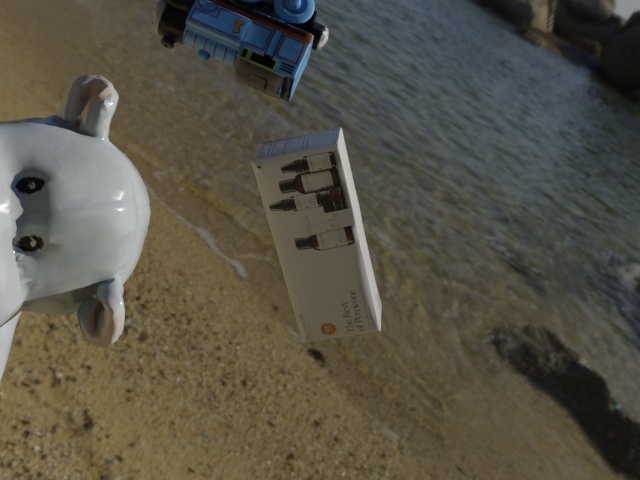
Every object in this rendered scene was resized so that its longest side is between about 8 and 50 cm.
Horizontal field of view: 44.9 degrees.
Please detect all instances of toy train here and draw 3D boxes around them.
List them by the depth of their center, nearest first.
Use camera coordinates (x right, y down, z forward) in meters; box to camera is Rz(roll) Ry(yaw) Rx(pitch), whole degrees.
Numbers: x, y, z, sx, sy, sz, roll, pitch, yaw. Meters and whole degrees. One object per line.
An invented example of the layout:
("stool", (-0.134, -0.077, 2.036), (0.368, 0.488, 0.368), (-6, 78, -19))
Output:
("toy train", (-0.086, -0.221, 0.788), (0.184, 0.105, 0.080), (23, -16, -3))

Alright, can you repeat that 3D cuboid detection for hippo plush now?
("hippo plush", (-0.209, 0.022, 0.476), (0.237, 0.234, 0.294), (4, 6, 44))

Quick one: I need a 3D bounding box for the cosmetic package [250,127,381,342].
("cosmetic package", (0.000, 0.000, 0.880), (0.099, 0.239, 0.060), (-9, 27, 11))
